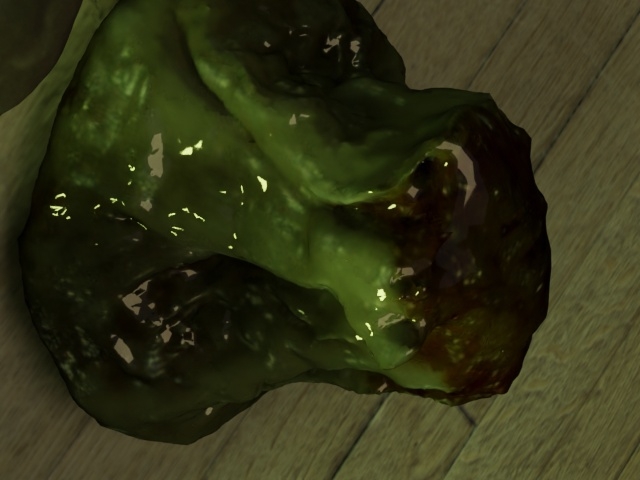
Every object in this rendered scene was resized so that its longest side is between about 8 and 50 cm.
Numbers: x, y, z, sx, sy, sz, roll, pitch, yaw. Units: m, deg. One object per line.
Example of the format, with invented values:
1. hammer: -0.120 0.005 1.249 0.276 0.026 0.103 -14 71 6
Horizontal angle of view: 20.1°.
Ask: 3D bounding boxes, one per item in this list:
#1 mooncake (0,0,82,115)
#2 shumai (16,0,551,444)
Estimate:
1. mooncake: -0.259 -0.175 1.061 0.245 0.133 0.245 -27 129 -40
2. shumai: 0.000 0.000 1.316 0.324 0.323 0.397 -12 117 -49
